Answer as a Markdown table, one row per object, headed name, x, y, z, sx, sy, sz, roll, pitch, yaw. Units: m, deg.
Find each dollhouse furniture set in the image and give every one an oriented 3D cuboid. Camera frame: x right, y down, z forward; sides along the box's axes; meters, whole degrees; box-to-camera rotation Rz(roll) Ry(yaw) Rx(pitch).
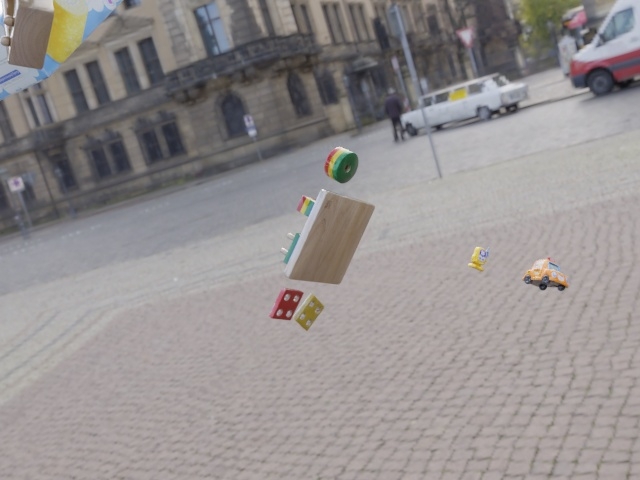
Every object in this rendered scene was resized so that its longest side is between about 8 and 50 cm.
| name | x | y | z | sx | sy | sz | roll | pitch | yaw |
| --- | --- | --- | --- | --- | --- | --- | --- | --- | --- |
| dollhouse furniture set | -0.251 | -0.232 | 0.534 | 0.123 | 0.144 | 0.151 | 4 | -46 | -30 |

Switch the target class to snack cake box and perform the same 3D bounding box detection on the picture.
| name | x | y | z | sx | sy | sz | roll | pitch | yaw |
| --- | --- | --- | --- | --- | --- | --- | --- | --- | --- |
| snack cake box | -0.352 | -0.303 | 0.996 | 0.152 | 0.089 | 0.264 | -10 | 40 | 39 |

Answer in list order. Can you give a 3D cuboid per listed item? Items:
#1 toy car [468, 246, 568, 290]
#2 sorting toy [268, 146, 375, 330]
| name | x | y | z | sx | sy | sz | roll | pitch | yaw |
| --- | --- | --- | --- | --- | --- | --- | --- | --- | --- |
| toy car | 0.259 | 0.031 | 0.985 | 0.122 | 0.041 | 0.060 | 19 | -12 | -10 |
| sorting toy | 0.000 | 0.000 | 1.107 | 0.046 | 0.275 | 0.132 | 30 | 11 | 34 |
